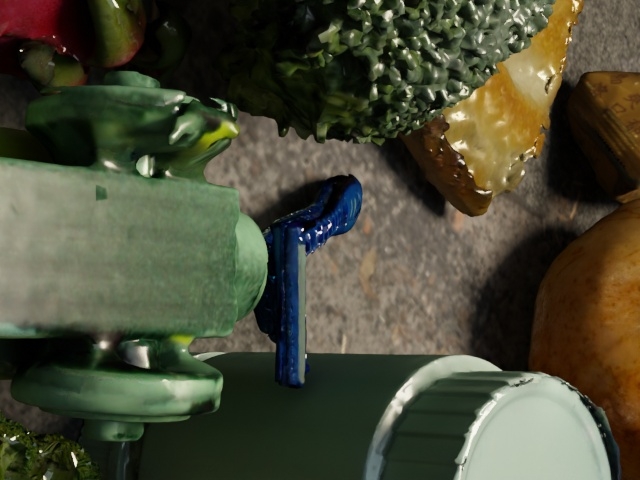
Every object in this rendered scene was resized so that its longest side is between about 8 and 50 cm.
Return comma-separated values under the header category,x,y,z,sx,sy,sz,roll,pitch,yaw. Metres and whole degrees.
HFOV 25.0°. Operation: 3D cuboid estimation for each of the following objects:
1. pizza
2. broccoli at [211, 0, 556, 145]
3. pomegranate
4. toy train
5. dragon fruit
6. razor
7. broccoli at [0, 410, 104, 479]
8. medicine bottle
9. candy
category,x,y,z,sx,sy,sz,roll,pitch,yaw
pizza,0.080,-0.289,1.112,0.392,0.080,0.435,35,64,-37
broccoli,-0.003,-0.238,0.897,0.275,0.397,0.353,-11,133,-35
pomegranate,0.282,0.086,1.188,0.248,0.248,0.248,3,86,-43
toy train,-0.226,0.001,0.658,0.442,0.272,0.179,6,84,-54
dragon fruit,-0.160,-0.181,0.807,0.273,0.218,0.198,-15,138,-60
razor,-0.012,0.000,0.936,0.324,0.056,0.093,-60,152,-75
broccoli,-0.193,0.172,0.797,0.146,0.138,0.162,21,84,-1
medicine bottle,0.007,0.144,0.855,0.158,0.318,0.158,4,84,-43
candy,0.333,-0.083,1.318,0.271,0.101,0.143,9,39,-43
